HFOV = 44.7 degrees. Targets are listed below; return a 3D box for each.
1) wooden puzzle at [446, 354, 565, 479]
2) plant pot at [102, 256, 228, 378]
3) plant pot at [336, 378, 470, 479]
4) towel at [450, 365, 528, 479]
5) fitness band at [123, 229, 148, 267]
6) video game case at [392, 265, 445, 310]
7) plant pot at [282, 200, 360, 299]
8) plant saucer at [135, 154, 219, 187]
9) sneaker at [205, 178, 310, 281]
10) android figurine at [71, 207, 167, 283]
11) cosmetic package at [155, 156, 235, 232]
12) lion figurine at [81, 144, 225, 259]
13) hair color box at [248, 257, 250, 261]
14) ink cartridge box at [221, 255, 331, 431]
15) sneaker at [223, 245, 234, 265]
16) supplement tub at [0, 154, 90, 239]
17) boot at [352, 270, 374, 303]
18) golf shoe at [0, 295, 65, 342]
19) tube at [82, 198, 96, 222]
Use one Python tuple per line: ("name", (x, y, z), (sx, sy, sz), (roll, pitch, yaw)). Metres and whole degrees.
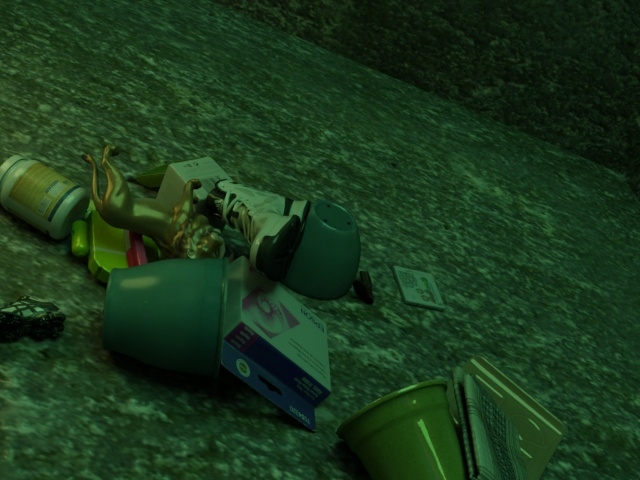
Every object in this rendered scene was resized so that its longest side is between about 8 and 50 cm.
("wooden puzzle", (0.445, 0.494, 2.035), (0.322, 0.080, 0.348), (39, 39, 15))
("plant pot", (-0.345, 0.162, 1.730), (0.256, 0.271, 0.271), (5, 38, -9))
("plant pot", (0.210, 0.485, 1.725), (0.276, 0.276, 0.253), (-2, 56, -39))
("towel", (0.411, 0.477, 1.799), (0.312, 0.056, 0.324), (46, 26, -32))
("fitness band", (-0.378, 0.034, 1.943), (0.209, 0.054, 0.290), (11, 48, -36))
("video game case", (0.305, 0.149, 2.433), (0.143, 0.019, 0.157), (13, 37, -23))
("plant pot", (0.000, 0.000, 2.241), (0.290, 0.195, 0.290), (20, 34, -14))
("plant saucer", (-0.413, -0.195, 2.256), (0.188, 0.045, 0.188), (-3, 18, 32))
("sneaker", (-0.182, -0.031, 1.938), (0.258, 0.169, 0.447), (15, 15, 2))
("android figurine", (-0.495, 0.021, 1.938), (0.248, 0.056, 0.272), (12, 47, -35))
("cosmetic package", (-0.342, -0.106, 2.132), (0.151, 0.183, 0.151), (-18, 56, -47))
("lion figurine", (-0.410, -0.061, 1.874), (0.393, 0.142, 0.240), (17, 55, -12))
("hair color box", (-0.158, 0.117, 2.077), (0.043, 0.072, 0.141), (3, 40, -34))
("ink cartridge box", (-0.098, 0.239, 1.849), (0.324, 0.071, 0.330), (43, 23, -31))
("sneaker", (-0.282, 0.058, 2.073), (0.085, 0.058, 0.152), (26, 39, -21))
("supplement tub", (-0.686, -0.108, 1.911), (0.200, 0.144, 0.144), (31, 33, 1))
("boot", (0.123, 0.118, 2.292), (0.106, 0.037, 0.114), (57, 21, -35))
("golf shoe", (-0.649, 0.162, 1.657), (0.198, 0.077, 0.094), (9, 27, -40))
("tube", (-0.609, -0.082, 2.019), (0.240, 0.062, 0.070), (37, 74, 3))
